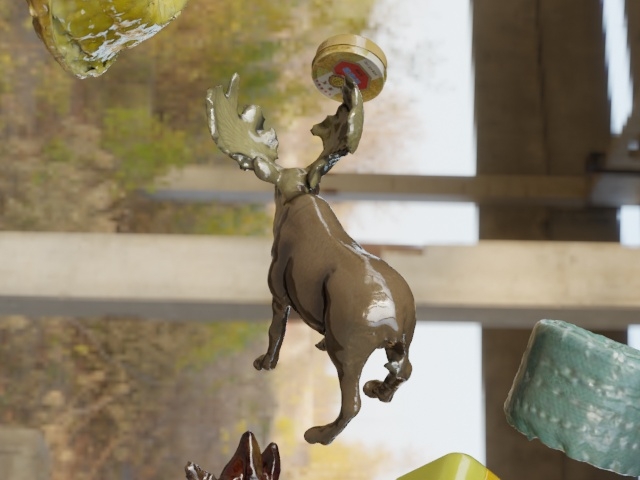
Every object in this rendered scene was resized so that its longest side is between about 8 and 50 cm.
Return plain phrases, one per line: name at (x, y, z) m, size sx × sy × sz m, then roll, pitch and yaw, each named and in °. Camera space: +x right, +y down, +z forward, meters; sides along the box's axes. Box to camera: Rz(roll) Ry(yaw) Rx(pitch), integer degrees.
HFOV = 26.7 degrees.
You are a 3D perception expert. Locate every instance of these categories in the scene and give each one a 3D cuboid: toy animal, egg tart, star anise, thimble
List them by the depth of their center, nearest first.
toy animal at (0.000, 0.000, 0.838) m, size 0.214 × 0.093 × 0.186 m, roll 44°, pitch -40°, yaw 52°
egg tart at (-0.217, -0.341, 1.502) m, size 0.345 × 0.132 × 0.345 m, roll 11°, pitch 90°, yaw -78°
thimble at (0.333, 0.189, 1.624) m, size 0.235 × 0.198 × 0.143 m, roll 11°, pitch 101°, yaw -67°
star anise at (-0.105, 0.370, 1.713) m, size 0.272 × 0.102 × 0.272 m, roll -34°, pitch 134°, yaw -44°

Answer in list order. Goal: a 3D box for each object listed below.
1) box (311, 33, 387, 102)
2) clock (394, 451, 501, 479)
box at (0.040, -0.235, 1.852) m, size 0.105 × 0.105 × 0.037 m, roll 93°, pitch 7°, yaw -53°
clock at (0.175, 0.344, 1.532) m, size 0.143 × 0.202 × 0.096 m, roll -35°, pitch -160°, yaw 44°
